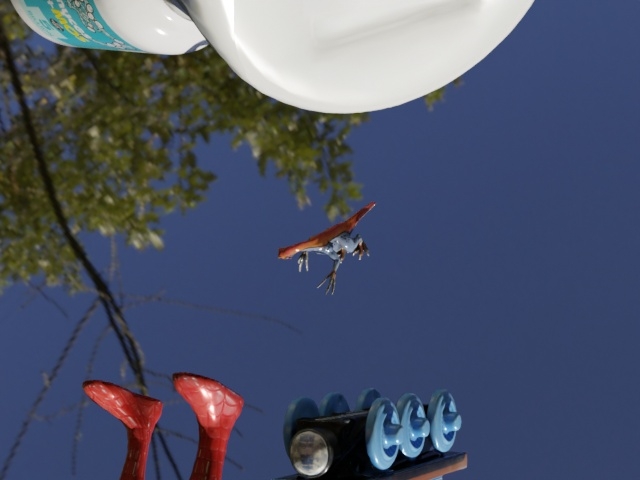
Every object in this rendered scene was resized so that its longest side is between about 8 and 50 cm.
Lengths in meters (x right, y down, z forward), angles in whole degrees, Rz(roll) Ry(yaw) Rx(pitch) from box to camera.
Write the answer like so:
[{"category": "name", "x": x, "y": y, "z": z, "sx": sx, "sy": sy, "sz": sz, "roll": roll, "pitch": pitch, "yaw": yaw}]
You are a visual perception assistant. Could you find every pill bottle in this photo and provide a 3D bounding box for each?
[{"category": "pill bottle", "x": -0.160, "y": -0.236, "z": 0.971, "sx": 0.264, "sy": 0.146, "sz": 0.146, "roll": 14, "pitch": -121, "yaw": 51}]

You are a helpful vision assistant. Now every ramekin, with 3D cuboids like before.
[{"category": "ramekin", "x": 0.022, "y": -0.215, "z": 0.713, "sx": 0.277, "sy": 0.277, "sz": 0.135, "roll": -29, "pitch": -133, "yaw": -1}]

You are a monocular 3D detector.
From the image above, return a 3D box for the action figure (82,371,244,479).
[{"category": "action figure", "x": -0.116, "y": 0.184, "z": 0.456, "sx": 0.091, "sy": 0.139, "sz": 0.280, "roll": -10, "pitch": -117, "yaw": 35}]

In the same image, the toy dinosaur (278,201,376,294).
[{"category": "toy dinosaur", "x": 0.000, "y": 0.000, "z": 0.928, "sx": 0.047, "sy": 0.082, "sz": 0.090, "roll": 4, "pitch": -102, "yaw": 36}]

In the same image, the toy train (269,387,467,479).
[{"category": "toy train", "x": 0.034, "y": 0.148, "z": 0.707, "sx": 0.080, "sy": 0.184, "sz": 0.105, "roll": -3, "pitch": -95, "yaw": 27}]
